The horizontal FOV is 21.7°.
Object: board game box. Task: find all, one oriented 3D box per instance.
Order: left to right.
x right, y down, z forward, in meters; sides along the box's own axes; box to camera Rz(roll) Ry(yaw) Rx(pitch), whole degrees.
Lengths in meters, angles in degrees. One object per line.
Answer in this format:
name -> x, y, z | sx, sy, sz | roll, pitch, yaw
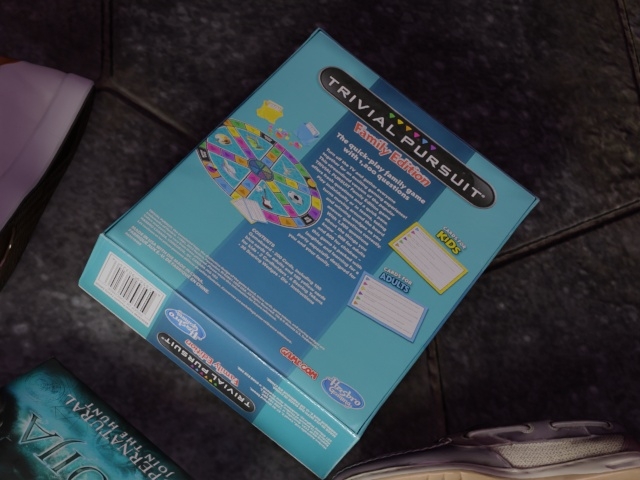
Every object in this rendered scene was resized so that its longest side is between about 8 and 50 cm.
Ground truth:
board game box -> -0.172, 0.171, 1.195 | 0.186, 0.026, 0.126 | 37, 39, 18
board game box -> 0.000, 0.000, 1.405 | 0.253, 0.079, 0.336 | 39, 48, 4

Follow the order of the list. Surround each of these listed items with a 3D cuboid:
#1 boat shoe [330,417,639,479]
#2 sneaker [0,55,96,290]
boat shoe -> 0.134, 0.192, 1.325 | 0.285, 0.103, 0.092 | -4, 33, -15
sneaker -> -0.277, -0.043, 1.295 | 0.123, 0.106, 0.290 | 21, 40, -2
